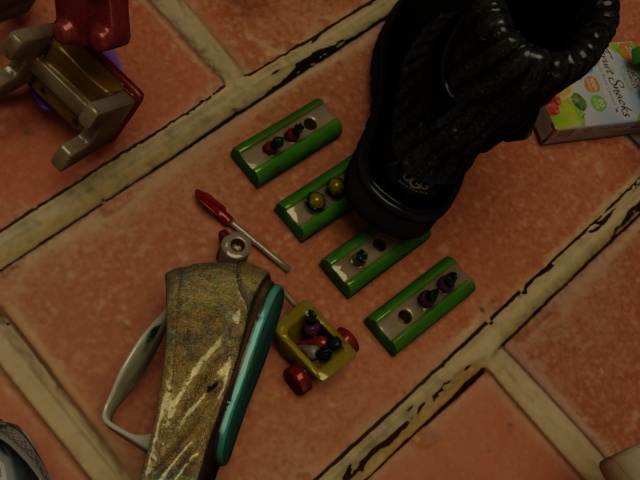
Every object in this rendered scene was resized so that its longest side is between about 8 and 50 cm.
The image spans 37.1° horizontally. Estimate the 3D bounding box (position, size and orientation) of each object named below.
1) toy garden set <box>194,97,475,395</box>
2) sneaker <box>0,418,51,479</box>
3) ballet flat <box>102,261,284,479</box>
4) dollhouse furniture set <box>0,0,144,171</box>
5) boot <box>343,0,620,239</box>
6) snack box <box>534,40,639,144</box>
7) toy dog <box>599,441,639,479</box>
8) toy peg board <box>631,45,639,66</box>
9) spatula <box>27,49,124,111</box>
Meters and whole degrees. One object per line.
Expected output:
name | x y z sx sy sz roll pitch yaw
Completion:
toy garden set | 0.000 0.000 0.865 0.203 0.049 0.244 -35 79 -26
sneaker | -0.211 0.254 0.651 0.105 0.115 0.281 -17 72 -22
ballet flat | -0.120 0.172 0.720 0.123 0.123 0.349 18 64 -8
dollhouse furniture set | -0.263 -0.272 0.796 0.374 0.201 0.152 44 37 -1
boot | 0.148 -0.187 0.857 0.131 0.260 0.348 23 50 -11
snack box | 0.289 -0.161 1.028 0.141 0.037 0.100 -8 70 -20
toy dog | 0.355 0.231 0.832 0.333 0.161 0.220 10 60 -28
toy peg board | 0.410 -0.149 1.025 0.161 0.079 0.161 3 79 -41
spatula | -0.316 -0.128 0.842 0.296 0.030 0.084 -13 65 -20
